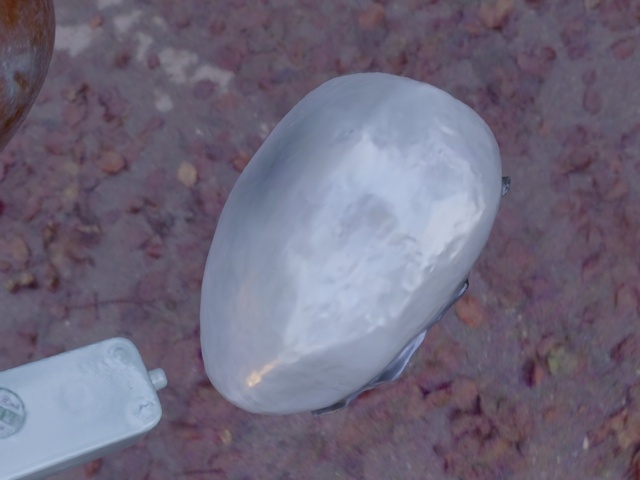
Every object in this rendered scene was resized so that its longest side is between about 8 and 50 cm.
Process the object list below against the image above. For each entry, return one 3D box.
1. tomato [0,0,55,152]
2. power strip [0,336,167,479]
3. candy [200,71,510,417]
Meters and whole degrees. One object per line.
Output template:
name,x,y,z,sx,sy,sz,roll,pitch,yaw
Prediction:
tomato,-0.345,-0.159,0.708,0.317,0.316,0.282,-19,40,3
power strip,-0.295,0.168,0.818,0.385,0.062,0.091,-16,69,-32
candy,0.000,0.000,1.181,0.427,0.186,0.386,-59,32,7
